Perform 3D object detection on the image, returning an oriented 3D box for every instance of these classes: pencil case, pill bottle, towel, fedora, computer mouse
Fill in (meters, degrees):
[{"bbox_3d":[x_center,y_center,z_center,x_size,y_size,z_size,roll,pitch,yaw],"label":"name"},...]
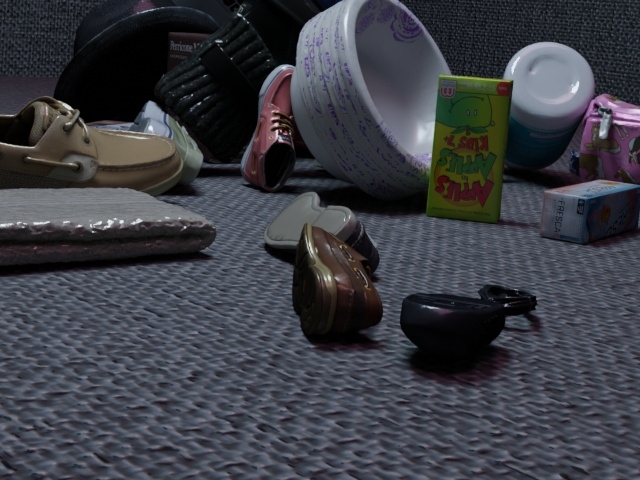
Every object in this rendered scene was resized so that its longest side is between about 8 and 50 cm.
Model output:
[{"bbox_3d":[0.571,-0.122,1.660,0.386,0.160,0.167,14,15,38],"label":"pencil case"},{"bbox_3d":[0.359,-0.209,1.878,0.146,0.146,0.264,4,-20,0],"label":"pill bottle"},{"bbox_3d":[-0.264,-0.015,1.108,0.282,0.049,0.187,-3,15,-36],"label":"towel"},{"bbox_3d":[-0.341,-0.340,2.007,0.334,0.334,0.152,-5,58,-40],"label":"fedora"},{"bbox_3d":[0.124,0.063,0.902,0.071,0.041,0.242,8,5,26],"label":"computer mouse"}]

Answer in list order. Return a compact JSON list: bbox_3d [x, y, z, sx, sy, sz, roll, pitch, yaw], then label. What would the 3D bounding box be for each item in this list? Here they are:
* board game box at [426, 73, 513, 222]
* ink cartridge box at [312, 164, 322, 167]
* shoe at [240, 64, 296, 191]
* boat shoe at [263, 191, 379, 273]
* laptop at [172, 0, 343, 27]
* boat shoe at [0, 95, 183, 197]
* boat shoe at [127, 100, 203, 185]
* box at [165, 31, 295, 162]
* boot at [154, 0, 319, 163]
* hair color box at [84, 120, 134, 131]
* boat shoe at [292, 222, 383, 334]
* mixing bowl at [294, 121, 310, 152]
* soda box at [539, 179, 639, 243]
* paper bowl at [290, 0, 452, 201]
[{"bbox_3d":[0.192,-0.119,1.441,0.092,0.181,0.043,7,11,13],"label":"board game box"},{"bbox_3d":[0.145,-0.151,1.811,0.255,0.097,0.189,-3,13,-37],"label":"ink cartridge box"},{"bbox_3d":[-0.056,-0.156,1.571,0.064,0.178,0.081,16,8,-29],"label":"shoe"},{"bbox_3d":[0.000,0.000,1.149,0.065,0.075,0.206,46,-9,-19],"label":"boat shoe"},{"bbox_3d":[-0.035,-0.318,2.011,0.408,0.382,0.236,-24,41,26],"label":"laptop"},{"bbox_3d":[-0.315,-0.104,1.308,0.341,0.110,0.121,-7,32,-31],"label":"boat shoe"},{"bbox_3d":[-0.232,-0.126,1.598,0.094,0.109,0.302,32,5,-16],"label":"boat shoe"},{"bbox_3d":[-0.151,-0.242,1.886,0.167,0.203,0.168,-4,14,-35],"label":"box"},{"bbox_3d":[-0.054,-0.205,1.708,0.348,0.260,0.131,40,-4,-20],"label":"boot"},{"bbox_3d":[-0.337,-0.157,1.778,0.093,0.053,0.167,5,10,11],"label":"hair color box"},{"bbox_3d":[0.011,0.034,0.932,0.060,0.064,0.178,7,17,-10],"label":"boat shoe"},{"bbox_3d":[-0.021,-0.209,1.992,0.182,0.098,0.181,12,0,0],"label":"mixing bowl"},{"bbox_3d":[0.343,-0.038,1.412,0.063,0.058,0.183,12,15,35],"label":"soda box"},{"bbox_3d":[0.068,-0.191,1.558,0.148,0.284,0.284,-22,-5,34],"label":"paper bowl"}]
